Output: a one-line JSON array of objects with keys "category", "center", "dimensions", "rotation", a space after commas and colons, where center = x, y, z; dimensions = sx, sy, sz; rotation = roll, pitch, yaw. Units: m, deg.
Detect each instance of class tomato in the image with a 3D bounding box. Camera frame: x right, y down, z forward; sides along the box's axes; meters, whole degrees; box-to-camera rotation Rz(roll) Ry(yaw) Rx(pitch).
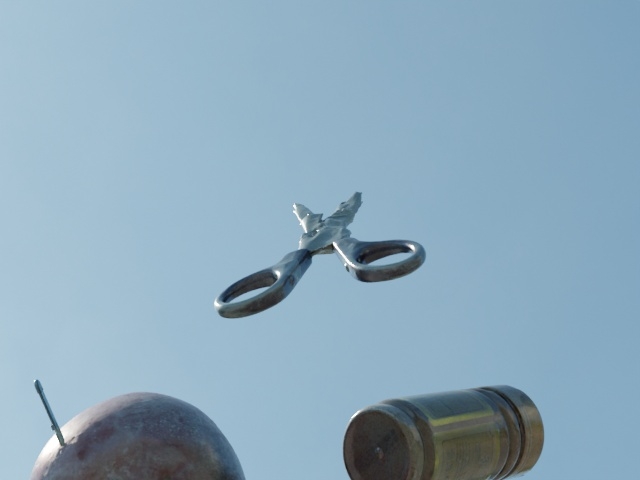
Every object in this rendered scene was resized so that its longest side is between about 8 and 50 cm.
[{"category": "tomato", "center": [-0.260, 0.373, 1.769], "dimensions": [0.317, 0.316, 0.282], "rotation": [16, -28, -22]}]

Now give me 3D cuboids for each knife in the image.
[{"category": "knife", "center": [-0.361, 0.229, 1.638], "dimensions": [0.010, 0.027, 0.096], "rotation": [-22, -84, -2]}]

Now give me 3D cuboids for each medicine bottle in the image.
[{"category": "medicine bottle", "center": [0.188, 0.304, 1.861], "dimensions": [0.322, 0.151, 0.151], "rotation": [1, -43, -47]}]

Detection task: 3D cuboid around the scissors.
[{"category": "scissors", "center": [0.000, 0.000, 1.574], "dimensions": [0.256, 0.383, 0.029], "rotation": [-15, -72, 5]}]
